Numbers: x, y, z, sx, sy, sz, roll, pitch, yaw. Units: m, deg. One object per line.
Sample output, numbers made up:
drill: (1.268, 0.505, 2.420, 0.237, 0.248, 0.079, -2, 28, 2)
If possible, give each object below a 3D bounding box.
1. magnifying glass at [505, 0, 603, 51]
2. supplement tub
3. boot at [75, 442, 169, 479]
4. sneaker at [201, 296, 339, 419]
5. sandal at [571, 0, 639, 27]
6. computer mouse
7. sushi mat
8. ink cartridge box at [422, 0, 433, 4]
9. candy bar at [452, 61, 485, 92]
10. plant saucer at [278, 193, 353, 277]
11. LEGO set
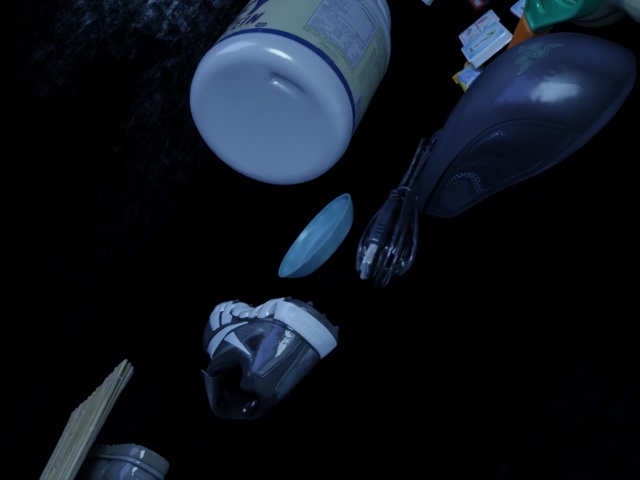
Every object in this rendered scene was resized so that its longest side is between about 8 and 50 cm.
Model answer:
magnifying glass: (0.185, -0.194, 0.759, 0.026, 0.092, 0.231, -14, -17, -9)
supplement tub: (-0.029, -0.260, 1.376, 0.235, 0.235, 0.324, -39, 17, 40)
boot: (-0.244, 0.304, 0.909, 0.190, 0.076, 0.208, -33, 28, 57)
sneaker: (-0.074, 0.111, 0.839, 0.106, 0.078, 0.234, -53, 15, -22)
sandal: (0.244, -0.232, 0.723, 0.120, 0.086, 0.303, -49, 14, 10)
computer mouse: (0.124, -0.083, 0.738, 0.272, 0.072, 0.188, -35, 19, 47)
sushi mat: (-0.278, 0.269, 0.911, 0.151, 0.019, 0.316, -41, 20, 41)
ink cartridge box: (0.201, -0.509, 1.628, 0.154, 0.093, 0.212, -47, 12, 15)
candy bar: (0.161, -0.160, 0.952, 0.040, 0.018, 0.161, -46, 14, 17)
plant saucer: (0.000, 0.000, 1.028, 0.119, 0.021, 0.119, -47, 13, 14)
LEGO set: (0.217, -0.289, 1.026, 0.182, 0.060, 0.244, -38, 16, 16)
